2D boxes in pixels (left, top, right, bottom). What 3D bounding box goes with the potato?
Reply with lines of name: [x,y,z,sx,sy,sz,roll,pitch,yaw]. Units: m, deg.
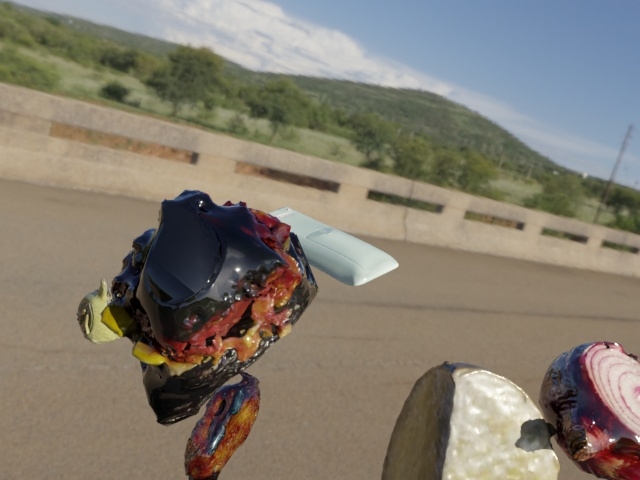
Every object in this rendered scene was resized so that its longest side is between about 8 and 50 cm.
potato: [0.215,0.288,0.997,0.211,0.264,0.189,5,2,-14]

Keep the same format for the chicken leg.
chicken leg: [-0.147,0.308,1.008,0.051,0.253,0.106,9,-15,35]

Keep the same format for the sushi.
sushi: [-0.095,0.040,0.599,0.150,0.172,0.153,70,-3,-65]

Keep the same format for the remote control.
remote control: [0.000,0.001,1.260,0.103,0.051,0.293,-22,34,-39]

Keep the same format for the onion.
onion: [0.367,0.245,0.944,0.218,0.140,0.195,-22,72,-46]

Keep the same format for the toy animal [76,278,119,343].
toy animal: [-0.364,0.117,1.238,0.098,0.137,0.098,23,28,-13]
